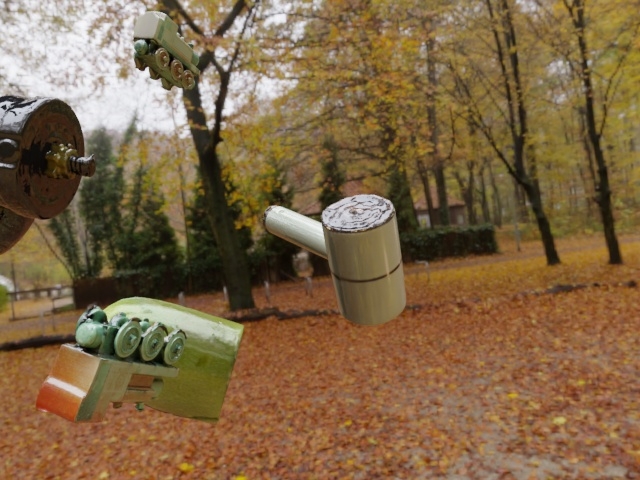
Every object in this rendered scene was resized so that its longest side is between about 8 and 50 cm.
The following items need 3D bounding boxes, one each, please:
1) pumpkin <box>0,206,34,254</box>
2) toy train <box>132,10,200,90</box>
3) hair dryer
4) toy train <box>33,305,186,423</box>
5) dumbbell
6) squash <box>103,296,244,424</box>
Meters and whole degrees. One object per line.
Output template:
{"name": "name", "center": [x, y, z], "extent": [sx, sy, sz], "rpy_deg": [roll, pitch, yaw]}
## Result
{"name": "pumpkin", "center": [-0.983, -0.108, 1.567], "extent": [0.314, 0.316, 0.238], "rpy_deg": [-7, -21, 6]}
{"name": "toy train", "center": [-0.336, -0.413, 1.209], "extent": [0.080, 0.125, 0.194], "rpy_deg": [12, -5, 20]}
{"name": "hair dryer", "center": [0.000, 0.000, 1.023], "extent": [0.128, 0.203, 0.361], "rpy_deg": [-33, 37, -30]}
{"name": "toy train", "center": [-0.222, 0.142, 0.610], "extent": [0.074, 0.119, 0.176], "rpy_deg": [14, -13, 18]}
{"name": "dumbbell", "center": [-0.525, -0.145, 0.805], "extent": [0.387, 0.185, 0.185], "rpy_deg": [11, 0, 2]}
{"name": "squash", "center": [-0.347, 0.255, 1.215], "extent": [0.308, 0.234, 0.210], "rpy_deg": [15, -28, -6]}
